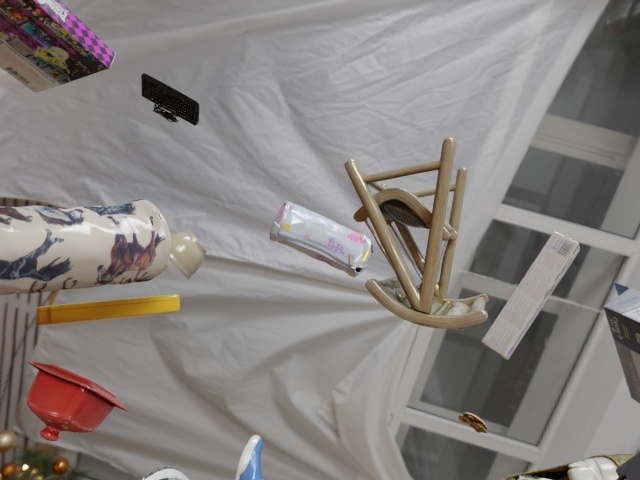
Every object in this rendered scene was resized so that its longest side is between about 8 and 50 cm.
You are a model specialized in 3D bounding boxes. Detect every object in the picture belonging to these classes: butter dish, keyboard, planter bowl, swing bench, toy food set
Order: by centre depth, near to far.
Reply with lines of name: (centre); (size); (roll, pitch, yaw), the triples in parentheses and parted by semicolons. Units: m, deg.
swing bench: (0.163, 0.003, 0.754); (0.253, 0.165, 0.255); (7, 74, -71)
butter dish: (-0.482, 0.318, 0.905); (0.160, 0.159, 0.118); (80, 30, -56)
keyboard: (-0.398, -0.350, 1.241); (0.038, 0.192, 0.100); (-47, 160, -40)
toy food set: (0.454, 0.539, 1.413); (0.020, 0.083, 0.083); (-45, 172, -27)
planter bowl: (-0.451, 0.035, 1.598); (0.109, 0.162, 0.162); (-40, 168, -12)

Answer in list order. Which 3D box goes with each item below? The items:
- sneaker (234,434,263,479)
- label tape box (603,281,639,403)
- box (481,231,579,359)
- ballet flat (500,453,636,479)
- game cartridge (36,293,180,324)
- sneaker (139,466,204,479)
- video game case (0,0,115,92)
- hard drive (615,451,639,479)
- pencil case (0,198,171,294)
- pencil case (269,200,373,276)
sneaker: (-0.087, 0.369, 0.693); (0.058, 0.084, 0.152); (98, 6, -52)
label tape box: (0.726, 0.249, 1.038); (0.334, 0.105, 0.241); (-94, 163, -83)
box: (0.508, 0.133, 1.152); (0.324, 0.067, 0.063); (-57, 145, 0)
ballet flat: (0.511, 0.511, 0.982); (0.348, 0.123, 0.123); (-37, -161, 33)
game cartridge: (-0.492, 0.166, 1.155); (0.323, 0.285, 0.053); (151, -66, -69)
sneaker: (-0.237, 0.466, 0.811); (0.100, 0.108, 0.271); (-48, 139, -5)
video game case: (-0.491, -0.345, 0.763); (0.232, 0.210, 0.042); (44, 50, -51)
hard drive: (0.414, 0.353, 0.372); (0.064, 0.338, 0.237); (-53, 179, 20)
pencil case: (-0.487, 0.005, 0.837); (0.410, 0.183, 0.160); (-3, 124, -43)
pencil case: (0.000, 0.000, 1.263); (0.113, 0.273, 0.124); (-52, -162, 42)
